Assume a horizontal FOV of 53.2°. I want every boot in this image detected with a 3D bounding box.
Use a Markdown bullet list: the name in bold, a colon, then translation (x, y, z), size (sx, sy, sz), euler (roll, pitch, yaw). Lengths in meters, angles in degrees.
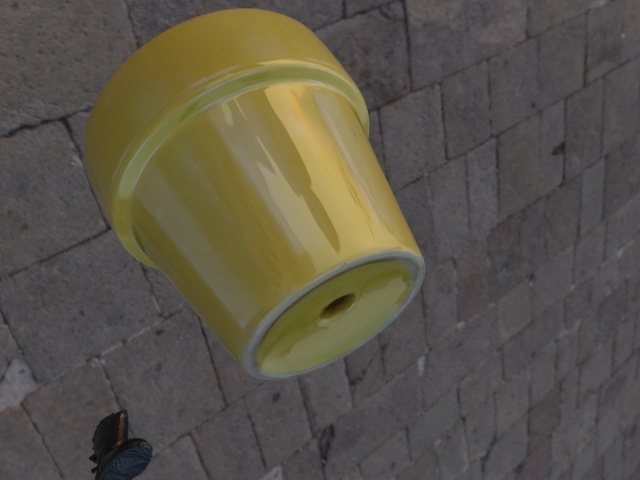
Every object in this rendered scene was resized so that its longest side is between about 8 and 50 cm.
- **boot**: translation (-0.252, 0.257, 0.803), size (0.045, 0.099, 0.121), euler (26, 116, -29)

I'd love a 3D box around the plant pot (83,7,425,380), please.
- **plant pot**: translation (-0.042, -0.024, 0.551), size (0.254, 0.239, 0.254), euler (-25, 150, -16)
